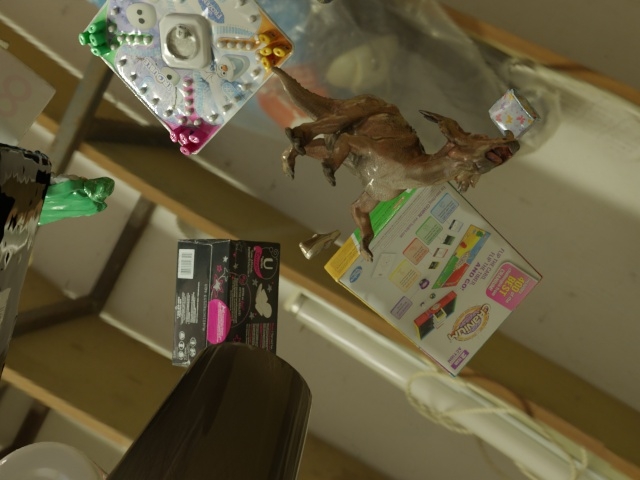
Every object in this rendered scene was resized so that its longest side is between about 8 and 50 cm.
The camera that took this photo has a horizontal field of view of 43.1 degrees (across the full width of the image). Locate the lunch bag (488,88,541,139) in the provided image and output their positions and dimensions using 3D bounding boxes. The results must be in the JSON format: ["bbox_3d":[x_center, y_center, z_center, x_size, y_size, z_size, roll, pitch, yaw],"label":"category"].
[{"bbox_3d":[0.382,-0.249,1.597,0.053,0.071,0.083,-17,-113,-52],"label":"lunch bag"}]

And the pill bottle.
[{"bbox_3d":[-0.454,0.528,1.481,0.224,0.224,0.392,33,158,20],"label":"pill bottle"}]

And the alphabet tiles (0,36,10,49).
[{"bbox_3d":[-0.642,-0.240,1.217,0.342,0.285,0.011,27,-157,-34],"label":"alphabet tiles"}]

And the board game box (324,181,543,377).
[{"bbox_3d":[0.198,0.055,1.372,0.316,0.242,0.064,41,-179,-28],"label":"board game box"}]

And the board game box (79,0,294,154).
[{"bbox_3d":[-0.314,-0.444,1.824,0.390,0.390,0.050,47,-149,-5],"label":"board game box"}]

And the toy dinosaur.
[{"bbox_3d":[0.073,-0.117,0.948,0.295,0.200,0.127,46,163,29],"label":"toy dinosaur"}]

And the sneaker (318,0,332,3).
[{"bbox_3d":[-0.062,-0.569,1.703,0.112,0.131,0.296,20,173,33],"label":"sneaker"}]

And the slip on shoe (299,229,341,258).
[{"bbox_3d":[0.000,0.000,1.927,0.041,0.051,0.135,45,-135,11],"label":"slip on shoe"}]

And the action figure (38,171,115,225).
[{"bbox_3d":[-0.398,-0.067,1.202,0.232,0.063,0.137,-3,150,27],"label":"action figure"}]

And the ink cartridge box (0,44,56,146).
[{"bbox_3d":[-0.481,-0.159,1.019,0.189,0.232,0.066,39,166,-33],"label":"ink cartridge box"}]

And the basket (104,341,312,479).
[{"bbox_3d":[-0.102,0.214,0.721,0.154,0.204,0.227,65,-149,-31],"label":"basket"}]

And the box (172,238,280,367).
[{"bbox_3d":[-0.183,0.123,1.573,0.163,0.247,0.142,0,176,42],"label":"box"}]

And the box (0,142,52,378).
[{"bbox_3d":[-0.568,0.083,0.772,0.472,0.480,0.297,14,180,-9],"label":"box"}]
